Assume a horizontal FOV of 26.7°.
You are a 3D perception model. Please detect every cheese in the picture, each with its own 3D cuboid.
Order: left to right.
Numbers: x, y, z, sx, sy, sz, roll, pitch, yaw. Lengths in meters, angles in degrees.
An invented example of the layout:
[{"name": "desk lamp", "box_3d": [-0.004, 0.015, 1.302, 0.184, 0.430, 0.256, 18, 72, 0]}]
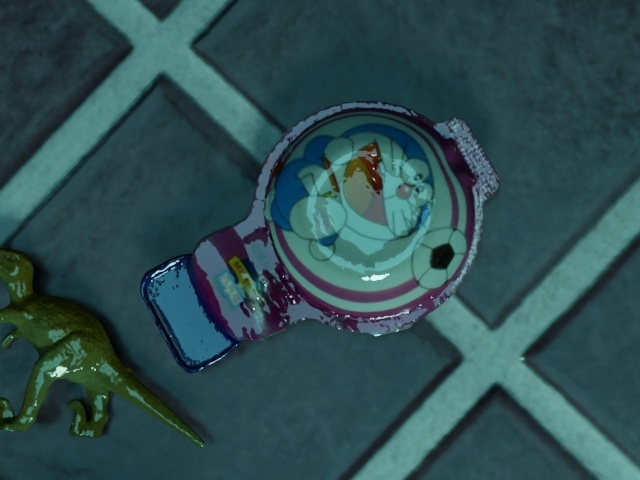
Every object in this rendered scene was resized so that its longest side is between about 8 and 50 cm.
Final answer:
[{"name": "cheese", "box_3d": [0.000, 0.000, 0.879, 0.244, 0.062, 0.155, -28, 86, 3]}]

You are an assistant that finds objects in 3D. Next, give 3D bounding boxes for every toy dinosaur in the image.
[{"name": "toy dinosaur", "box_3d": [-0.153, 0.070, 0.899, 0.162, 0.039, 0.126, 3, 85, 4]}]
